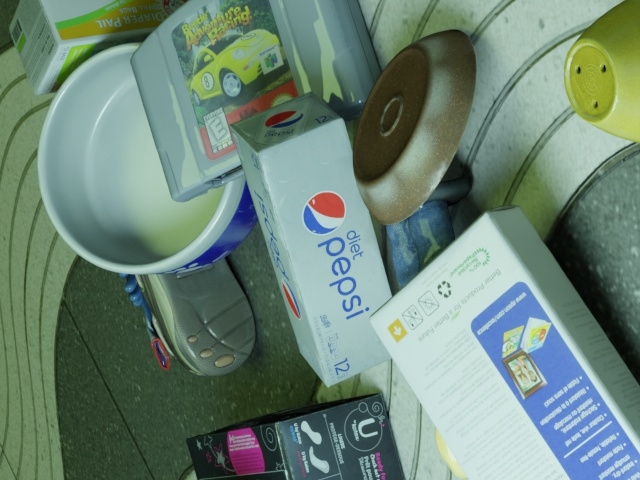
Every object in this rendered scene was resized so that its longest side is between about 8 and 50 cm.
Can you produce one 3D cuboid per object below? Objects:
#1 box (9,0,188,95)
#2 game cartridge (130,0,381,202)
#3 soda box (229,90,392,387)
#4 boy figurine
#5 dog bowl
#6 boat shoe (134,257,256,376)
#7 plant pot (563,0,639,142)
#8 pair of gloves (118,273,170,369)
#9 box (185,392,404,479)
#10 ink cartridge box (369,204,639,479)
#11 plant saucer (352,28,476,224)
[{"bbox_3d":[-0.253,-0.259,2.238,0.103,0.203,0.114,66,148,20],"label":"box"},{"bbox_3d":[-0.077,-0.182,1.988,0.294,0.060,0.196,-25,73,35],"label":"game cartridge"},{"bbox_3d":[0.000,0.000,1.905,0.091,0.098,0.286,46,156,59],"label":"soda box"},{"bbox_3d":[0.131,0.085,1.796,0.177,0.092,0.285,-26,78,61],"label":"boy figurine"},{"bbox_3d":[-0.191,-0.092,2.156,0.265,0.104,0.265,-1,87,25],"label":"dog bowl"},{"bbox_3d":[-0.192,0.005,2.309,0.130,0.132,0.355,-29,74,60],"label":"boat shoe"},{"bbox_3d":[0.252,-0.133,1.485,0.134,0.095,0.134,33,129,52],"label":"plant pot"},{"bbox_3d":[-0.233,0.067,2.422,0.159,0.023,0.198,-114,3,-62],"label":"pair of gloves"},{"bbox_3d":[-0.024,0.273,2.096,0.247,0.142,0.163,-20,85,61],"label":"box"},{"bbox_3d":[0.203,0.168,1.641,0.176,0.069,0.371,-44,68,35],"label":"ink cartridge box"},{"bbox_3d":[0.080,-0.114,1.769,0.198,0.036,0.199,-48,30,41],"label":"plant saucer"}]
